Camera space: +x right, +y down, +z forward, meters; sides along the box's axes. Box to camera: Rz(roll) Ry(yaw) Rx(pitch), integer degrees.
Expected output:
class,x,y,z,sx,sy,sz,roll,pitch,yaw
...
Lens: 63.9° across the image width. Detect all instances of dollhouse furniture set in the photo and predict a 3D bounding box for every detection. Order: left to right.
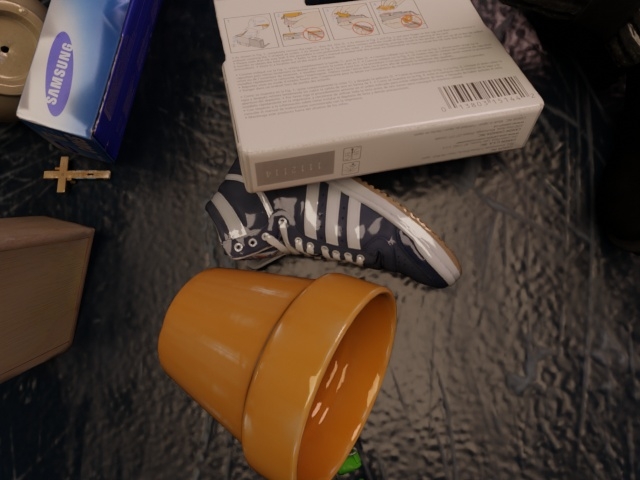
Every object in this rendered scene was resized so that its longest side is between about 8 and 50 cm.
class,x,y,z,sx,sy,sz,roll,pitch,yaw
dollhouse furniture set,-0.492,0.025,0.517,0.395,0.256,0.361,14,96,3

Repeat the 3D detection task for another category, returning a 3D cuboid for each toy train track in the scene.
class,x,y,z,sx,sy,sz,roll,pitch,yaw
toy train track,-0.309,-0.082,0.655,0.084,0.014,0.048,0,77,2

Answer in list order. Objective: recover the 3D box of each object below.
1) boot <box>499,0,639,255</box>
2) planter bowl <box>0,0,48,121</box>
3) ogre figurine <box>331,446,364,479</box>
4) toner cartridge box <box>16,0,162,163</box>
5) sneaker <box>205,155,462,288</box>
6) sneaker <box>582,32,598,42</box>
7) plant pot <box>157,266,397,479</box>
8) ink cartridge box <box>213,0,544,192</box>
class,x,y,z,sx,sy,sz,roll,pitch,yaw
boot,0.275,-0.174,0.468,0.261,0.131,0.347,16,107,-7
planter bowl,-0.359,-0.213,0.578,0.109,0.162,0.161,21,86,49
ogre figurine,-0.003,0.323,0.535,0.118,0.097,0.196,-6,99,-11
toner cartridge box,-0.233,-0.273,0.582,0.075,0.165,0.347,15,85,-13
sneaker,0.000,0.000,0.560,0.282,0.099,0.153,37,85,16
sneaker,0.390,-0.312,0.547,0.296,0.104,0.146,-22,83,11
plant pot,-0.050,0.114,0.518,0.188,0.205,0.205,19,87,24
ink cartridge box,0.044,-0.190,0.561,0.297,0.066,0.261,-10,57,-8
